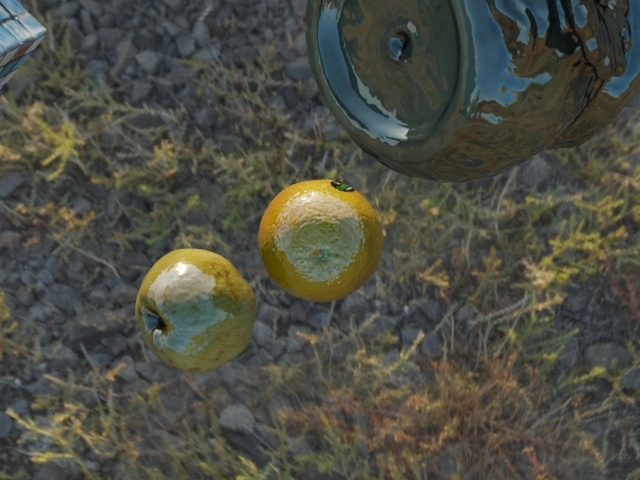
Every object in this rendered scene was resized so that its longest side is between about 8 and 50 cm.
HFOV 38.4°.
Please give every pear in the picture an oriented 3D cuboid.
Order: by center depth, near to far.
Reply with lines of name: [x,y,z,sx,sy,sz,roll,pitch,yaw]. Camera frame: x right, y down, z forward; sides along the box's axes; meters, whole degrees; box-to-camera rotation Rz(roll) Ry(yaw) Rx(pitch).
pear: [-0.230,0.123,1.647,0.188,0.211,0.228,-44,75,26]

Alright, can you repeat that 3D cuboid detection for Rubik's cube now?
Rubik's cube: [-0.812,-0.436,2.013,0.259,0.256,0.253,43,118,-10]

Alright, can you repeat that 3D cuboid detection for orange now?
orange: [0.000,0.000,1.595,0.236,0.236,0.236,-3,66,7]

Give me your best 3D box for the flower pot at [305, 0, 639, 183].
flower pot: [0.139,-0.201,0.803,0.213,0.301,0.301,-20,61,-36]
